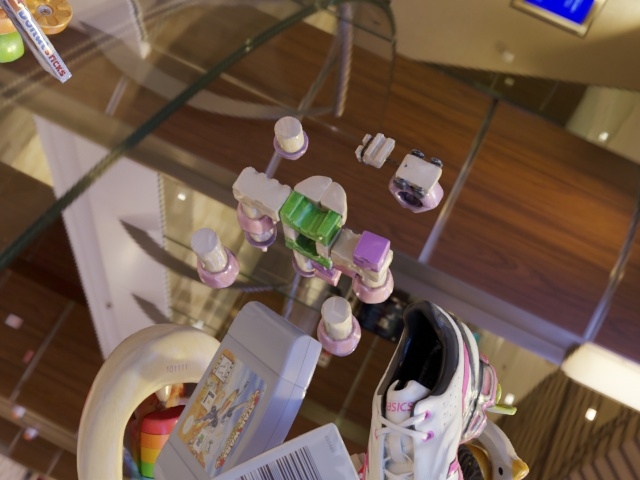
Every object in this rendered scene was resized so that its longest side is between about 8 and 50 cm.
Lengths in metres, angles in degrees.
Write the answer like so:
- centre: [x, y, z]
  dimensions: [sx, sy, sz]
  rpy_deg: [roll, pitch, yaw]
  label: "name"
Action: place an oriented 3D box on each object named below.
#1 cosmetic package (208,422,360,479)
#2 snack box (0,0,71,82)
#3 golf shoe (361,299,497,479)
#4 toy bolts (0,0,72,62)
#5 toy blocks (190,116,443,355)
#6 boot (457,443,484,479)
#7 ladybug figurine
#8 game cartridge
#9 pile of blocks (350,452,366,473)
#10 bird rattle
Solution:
- centre: [-0.024, 0.299, 0.912]
  dimensions: [0.151, 0.151, 0.183]
  rpy_deg: [-24, 168, -5]
  label: "cosmetic package"
- centre: [-0.430, -0.313, 1.227]
  dimensions: [0.022, 0.064, 0.178]
  rpy_deg: [-42, 141, -15]
  label: "snack box"
- centre: [0.049, 0.122, 0.474]
  dimensions: [0.086, 0.068, 0.186]
  rpy_deg: [53, 40, -38]
  label: "golf shoe"
- centre: [-0.585, -0.483, 1.551]
  dimensions: [0.218, 0.228, 0.158]
  rpy_deg: [-36, 167, -37]
  label: "toy bolts"
- centre: [0.000, 0.000, 1.323]
  dimensions: [0.309, 0.289, 0.260]
  rpy_deg: [-58, 165, -17]
  label: "toy blocks"
- centre: [0.188, 0.440, 1.053]
  dimensions: [0.348, 0.131, 0.260]
  rpy_deg: [-110, 180, -64]
  label: "boot"
- centre: [-0.293, 0.343, 1.483]
  dimensions: [0.305, 0.162, 0.449]
  rpy_deg: [-4, 111, -35]
  label: "ladybug figurine"
- centre: [-0.116, 0.238, 1.131]
  dimensions: [0.297, 0.062, 0.198]
  rpy_deg: [-61, -154, -3]
  label: "game cartridge"
- centre: [0.106, 0.441, 1.522]
  dimensions: [0.112, 0.362, 0.148]
  rpy_deg: [67, 21, -50]
  label: "pile of blocks"
- centre: [0.183, 0.319, 1.213]
  dimensions: [0.253, 0.207, 0.143]
  rpy_deg: [-50, 145, 11]
  label: "bird rattle"
